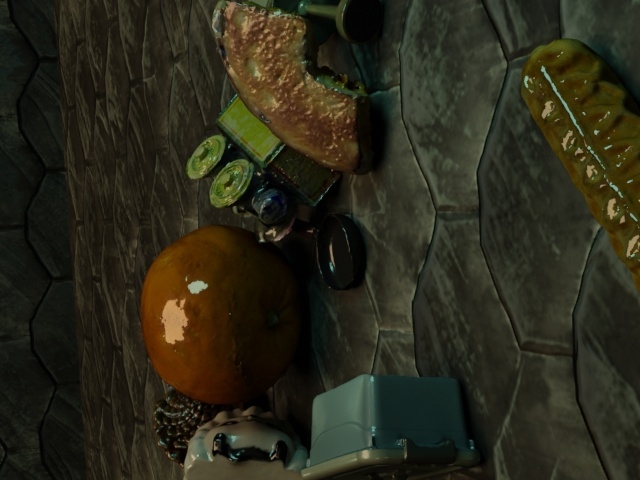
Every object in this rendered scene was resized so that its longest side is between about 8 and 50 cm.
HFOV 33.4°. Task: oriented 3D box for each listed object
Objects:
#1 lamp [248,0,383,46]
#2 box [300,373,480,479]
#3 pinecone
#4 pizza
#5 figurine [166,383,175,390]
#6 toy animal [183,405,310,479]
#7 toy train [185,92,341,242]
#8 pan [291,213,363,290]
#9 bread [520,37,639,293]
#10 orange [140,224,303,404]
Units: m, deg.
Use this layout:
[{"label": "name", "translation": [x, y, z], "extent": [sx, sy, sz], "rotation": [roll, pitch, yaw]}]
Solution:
[{"label": "lamp", "translation": [-0.007, -0.318, 1.474], "extent": [0.214, 0.121, 0.121], "rotation": [23, 115, 47]}, {"label": "box", "translation": [0.082, 0.247, 1.335], "extent": [0.227, 0.162, 0.130], "rotation": [143, 129, -61]}, {"label": "pinecone", "translation": [-0.201, 0.337, 1.919], "extent": [0.212, 0.185, 0.169], "rotation": [62, -132, -65]}, {"label": "pizza", "translation": [-0.026, -0.211, 1.432], "extent": [0.161, 0.085, 0.305], "rotation": [-34, 102, 33]}, {"label": "figurine", "translation": [-0.200, 0.166, 1.972], "extent": [0.262, 0.120, 0.164], "rotation": [-50, 36, 39]}, {"label": "toy animal", "translation": [-0.118, 0.370, 1.749], "extent": [0.156, 0.208, 0.204], "rotation": [-88, 5, -66]}, {"label": "toy train", "translation": [-0.091, -0.113, 1.614], "extent": [0.177, 0.134, 0.261], "rotation": [-49, 36, 2]}, {"label": "pan", "translation": [0.002, -0.001, 1.584], "extent": [0.212, 0.040, 0.115], "rotation": [35, 126, 50]}, {"label": "bread", "translation": [0.280, -0.046, 0.957], "extent": [0.084, 0.077, 0.367], "rotation": [113, 144, -46]}, {"label": "orange", "translation": [-0.156, 0.114, 1.666], "extent": [0.226, 0.284, 0.284], "rotation": [-1, 94, 30]}]
